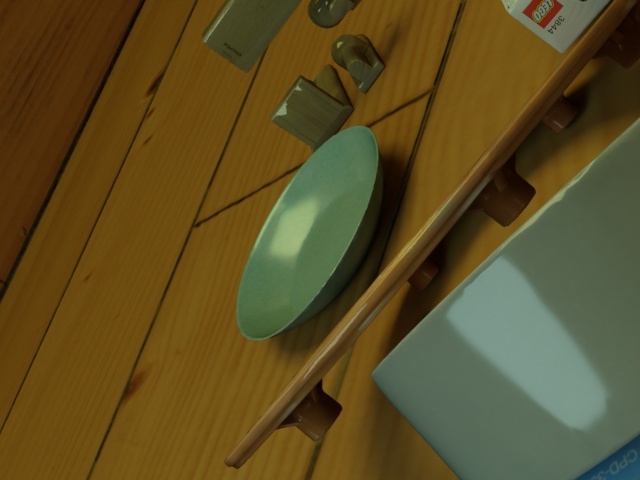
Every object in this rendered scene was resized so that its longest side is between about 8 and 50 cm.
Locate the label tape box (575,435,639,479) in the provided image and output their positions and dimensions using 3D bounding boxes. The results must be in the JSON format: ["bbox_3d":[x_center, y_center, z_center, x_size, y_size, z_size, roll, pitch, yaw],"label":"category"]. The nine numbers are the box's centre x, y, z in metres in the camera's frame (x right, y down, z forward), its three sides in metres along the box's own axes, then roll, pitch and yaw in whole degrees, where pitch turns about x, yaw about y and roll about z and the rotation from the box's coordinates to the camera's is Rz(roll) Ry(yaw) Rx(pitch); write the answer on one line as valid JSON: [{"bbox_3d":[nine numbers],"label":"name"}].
[{"bbox_3d":[0.084,0.247,0.309,0.240,0.106,0.334,-47,25,27],"label":"label tape box"}]

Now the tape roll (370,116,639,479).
[{"bbox_3d":[0.122,0.005,0.430,0.219,0.072,0.219,-41,-8,-7],"label":"tape roll"}]

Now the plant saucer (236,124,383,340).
[{"bbox_3d":[0.000,0.000,0.903,0.195,0.037,0.195,-46,26,31],"label":"plant saucer"}]

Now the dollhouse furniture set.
[{"bbox_3d":[-0.027,-0.197,1.059,0.144,0.151,0.123,-51,23,17],"label":"dollhouse furniture set"}]

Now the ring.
[{"bbox_3d":[0.068,-0.002,0.609,0.336,0.032,0.336,-50,-3,-4],"label":"ring"}]

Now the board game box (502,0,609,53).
[{"bbox_3d":[0.183,-0.263,0.768,0.193,0.053,0.305,-50,18,22],"label":"board game box"}]
